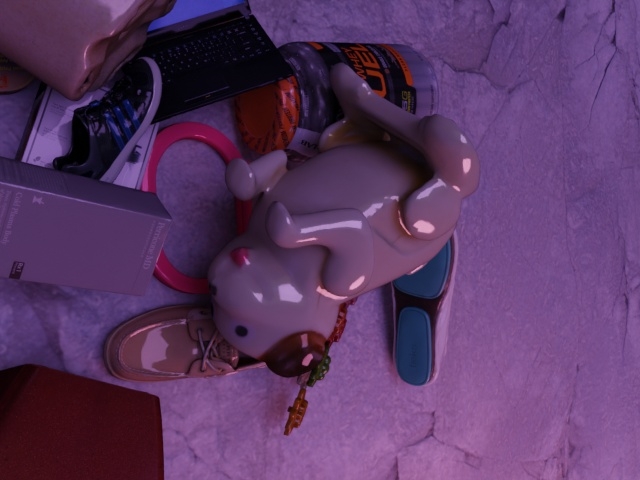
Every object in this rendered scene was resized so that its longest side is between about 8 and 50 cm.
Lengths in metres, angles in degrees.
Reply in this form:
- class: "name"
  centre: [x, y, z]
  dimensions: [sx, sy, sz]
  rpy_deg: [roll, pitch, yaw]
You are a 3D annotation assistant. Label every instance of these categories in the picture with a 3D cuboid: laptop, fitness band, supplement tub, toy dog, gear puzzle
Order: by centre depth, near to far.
- class: "laptop"
  centre: [-0.201, -0.337, 0.906]
  dimensions: [0.234, 0.136, 0.264]
  rpy_deg: [-23, 58, -13]
- class: "toy dog"
  centre: [0.000, 0.000, 0.921]
  dimensions: [0.408, 0.284, 0.395]
  rpy_deg: [-43, 150, -6]
- class: "fitness band"
  centre: [-0.206, -0.055, 1.020]
  dimensions: [0.209, 0.054, 0.290]
  rpy_deg: [-5, 90, -32]
- class: "supplement tub"
  centre: [0.031, -0.251, 1.092]
  dimensions: [0.338, 0.207, 0.207]
  rpy_deg: [-12, 96, -34]
- class: "gear puzzle"
  centre: [0.012, 0.194, 1.098]
  dimensions: [0.044, 0.175, 0.338]
  rpy_deg: [22, 72, 10]

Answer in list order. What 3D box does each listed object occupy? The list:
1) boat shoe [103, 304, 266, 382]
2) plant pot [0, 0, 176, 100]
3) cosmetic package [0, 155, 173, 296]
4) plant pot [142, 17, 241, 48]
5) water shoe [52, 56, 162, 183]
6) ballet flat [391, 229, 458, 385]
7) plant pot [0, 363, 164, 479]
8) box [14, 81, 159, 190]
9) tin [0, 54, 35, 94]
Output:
- class: "boat shoe"
  centre: [-0.175, 0.164, 0.995]
  dimensions: [0.341, 0.110, 0.121]
  rpy_deg: [-4, 91, -35]
- class: "plant pot"
  centre: [-0.347, -0.352, 0.730]
  dimensions: [0.305, 0.334, 0.333]
  rpy_deg: [41, 66, -16]
- class: "cosmetic package"
  centre: [-0.327, -0.016, 0.771]
  dimensions: [0.238, 0.107, 0.127]
  rpy_deg: [12, 109, -32]
- class: "plant pot"
  centre: [-0.246, -0.399, 1.012]
  dimensions: [0.237, 0.032, 0.236]
  rpy_deg: [1, 88, -34]
- class: "water shoe"
  centre: [-0.284, -0.163, 0.814]
  dimensions: [0.080, 0.073, 0.203]
  rpy_deg: [25, 90, -55]
- class: "ballet flat"
  centre: [0.216, 0.104, 1.230]
  dimensions: [0.139, 0.139, 0.399]
  rpy_deg: [-15, 116, -34]
- class: "plant pot"
  centre: [-0.355, 0.301, 0.792]
  dimensions: [0.267, 0.267, 0.235]
  rpy_deg: [25, 63, -31]
- class: "box"
  centre: [-0.360, -0.085, 0.890]
  dimensions: [0.169, 0.087, 0.289]
  rpy_deg: [19, 78, -33]
- class: "tin"
  centre: [-0.491, -0.251, 0.837]
  dimensions: [0.190, 0.040, 0.106]
  rpy_deg: [-13, 92, -34]
